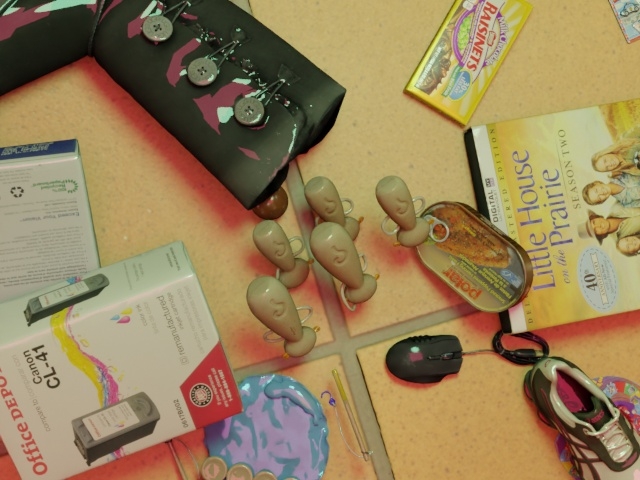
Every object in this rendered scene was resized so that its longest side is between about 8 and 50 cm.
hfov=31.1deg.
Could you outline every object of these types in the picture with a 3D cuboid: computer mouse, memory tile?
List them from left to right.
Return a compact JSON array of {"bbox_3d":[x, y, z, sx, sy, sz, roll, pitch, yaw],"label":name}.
[{"bbox_3d":[-0.104,0.366,1.581,0.148,0.012,0.113,16,88,1],"label":"memory tile"},{"bbox_3d":[0.213,0.164,1.647,0.242,0.041,0.071,-6,88,-8],"label":"computer mouse"}]

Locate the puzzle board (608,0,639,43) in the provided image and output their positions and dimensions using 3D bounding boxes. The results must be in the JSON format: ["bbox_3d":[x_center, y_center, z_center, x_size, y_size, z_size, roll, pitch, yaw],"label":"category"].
[{"bbox_3d":[0.495,-0.363,1.712,0.128,0.011,0.096,-25,91,-6],"label":"puzzle board"}]

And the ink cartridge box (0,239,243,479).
[{"bbox_3d":[-0.282,0.164,1.509,0.306,0.131,0.226,-21,115,-8],"label":"ink cartridge box"}]

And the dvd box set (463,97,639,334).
[{"bbox_3d":[0.439,-0.050,1.663,0.421,0.062,0.307,-9,85,-7],"label":"dvd box set"}]

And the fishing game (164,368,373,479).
[{"bbox_3d":[-0.077,0.278,1.609,0.264,0.041,0.189,-25,85,0],"label":"fishing game"}]

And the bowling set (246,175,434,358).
[{"bbox_3d":[0.000,0.000,1.596,0.287,0.200,0.154,-36,135,-3],"label":"bowling set"}]

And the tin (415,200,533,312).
[{"bbox_3d":[0.213,0.022,1.606,0.190,0.040,0.106,42,111,26],"label":"tin"}]

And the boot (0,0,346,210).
[{"bbox_3d":[-0.240,-0.196,1.544,0.445,0.146,0.367,41,83,-2],"label":"boot"}]

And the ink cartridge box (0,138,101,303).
[{"bbox_3d":[-0.458,0.040,1.527,0.324,0.071,0.330,-7,121,-8],"label":"ink cartridge box"}]

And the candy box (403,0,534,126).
[{"bbox_3d":[0.215,-0.279,1.668,0.105,0.027,0.206,30,85,-8],"label":"candy box"}]

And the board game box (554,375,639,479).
[{"bbox_3d":[0.424,0.282,1.673,0.133,0.033,0.168,29,85,-5],"label":"board game box"}]

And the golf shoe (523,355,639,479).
[{"bbox_3d":[0.389,0.277,1.598,0.105,0.120,0.273,-41,79,-7],"label":"golf shoe"}]
